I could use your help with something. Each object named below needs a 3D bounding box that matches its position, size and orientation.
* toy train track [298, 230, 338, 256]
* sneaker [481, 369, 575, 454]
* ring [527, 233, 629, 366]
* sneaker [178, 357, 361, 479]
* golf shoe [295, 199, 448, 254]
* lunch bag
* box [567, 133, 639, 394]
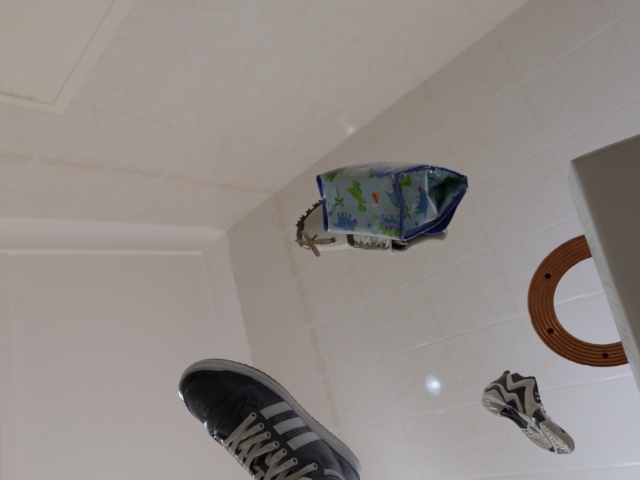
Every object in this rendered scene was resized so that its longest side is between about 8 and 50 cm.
[{"bbox_3d":[0.000,0.000,0.717,0.083,0.014,0.048,-5,-123,-50],"label":"toy train track"},{"bbox_3d":[0.549,0.420,1.217,0.153,0.235,0.094,-37,-43,-34],"label":"sneaker"},{"bbox_3d":[0.668,0.140,1.129,0.336,0.337,0.032,57,-166,-3],"label":"ring"},{"bbox_3d":[-0.062,0.263,0.565,0.282,0.099,0.153,39,-165,-8],"label":"sneaker"},{"bbox_3d":[0.092,-0.028,0.847,0.273,0.105,0.120,-11,-150,-15],"label":"golf shoe"},{"bbox_3d":[0.092,-0.057,0.594,0.151,0.129,0.096,-24,-67,-42],"label":"lunch bag"},{"bbox_3d":[0.368,0.074,0.429,0.215,0.169,0.344,5,-112,-62],"label":"box"}]
